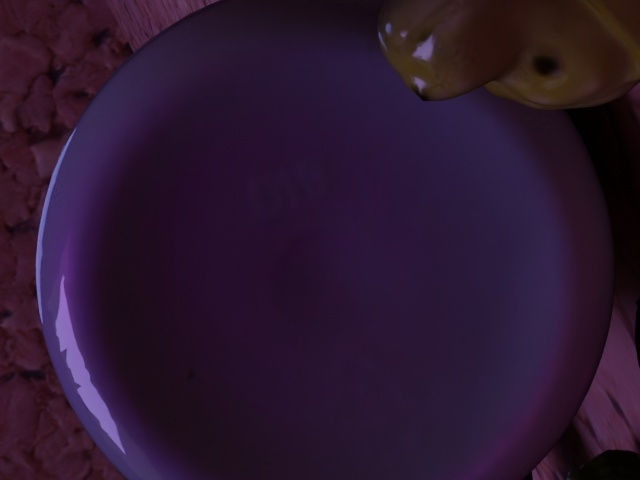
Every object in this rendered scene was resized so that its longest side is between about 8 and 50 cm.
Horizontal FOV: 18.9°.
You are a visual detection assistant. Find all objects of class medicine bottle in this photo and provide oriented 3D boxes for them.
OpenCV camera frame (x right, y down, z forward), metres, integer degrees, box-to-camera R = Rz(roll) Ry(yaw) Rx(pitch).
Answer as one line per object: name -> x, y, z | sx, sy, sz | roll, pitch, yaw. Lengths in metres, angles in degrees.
medicine bottle -> 0.000, 0.000, 0.959 | 0.256, 0.256, 0.325 | 64, -178, -6

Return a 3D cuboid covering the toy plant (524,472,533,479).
toy plant -> 0.048, 0.084, 1.265 | 0.279, 0.185, 0.400 | -174, 72, -75

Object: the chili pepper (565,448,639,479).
chili pepper -> 0.191, 0.214, 1.109 | 0.072, 0.073, 0.204 | -82, -20, -70

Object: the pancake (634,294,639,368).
pancake -> 0.179, 0.077, 0.855 | 0.158, 0.028, 0.158 | 63, 171, 17

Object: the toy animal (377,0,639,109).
toy animal -> 0.041, -0.154, 0.677 | 0.233, 0.121, 0.168 | 62, -175, 31
